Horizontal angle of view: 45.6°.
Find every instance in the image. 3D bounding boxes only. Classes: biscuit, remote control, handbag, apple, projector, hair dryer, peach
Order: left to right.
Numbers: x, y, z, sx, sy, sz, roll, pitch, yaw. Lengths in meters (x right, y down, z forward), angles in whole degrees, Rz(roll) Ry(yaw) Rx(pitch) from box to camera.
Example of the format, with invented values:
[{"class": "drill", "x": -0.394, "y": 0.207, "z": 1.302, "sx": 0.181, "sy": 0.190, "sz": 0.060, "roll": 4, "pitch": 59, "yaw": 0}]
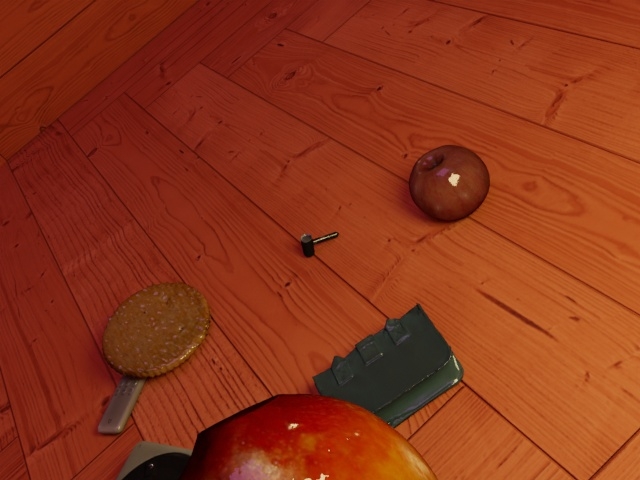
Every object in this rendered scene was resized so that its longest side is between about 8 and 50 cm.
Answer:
[{"class": "remote control", "x": -0.398, "y": 0.290, "z": 1.616, "sx": 0.067, "sy": 0.029, "sz": 0.261, "roll": -8, "pitch": 45, "yaw": 32}, {"class": "projector", "x": -0.278, "y": 0.473, "z": 1.284, "sx": 0.259, "sy": 0.079, "sz": 0.257, "roll": -2, "pitch": 48, "yaw": 35}, {"class": "biscuit", "x": -0.354, "y": 0.191, "z": 1.642, "sx": 0.254, "sy": 0.035, "sz": 0.254, "roll": -9, "pitch": 46, "yaw": 10}, {"class": "peach", "x": -0.025, "y": 0.371, "z": 0.935, "sx": 0.388, "sy": 0.388, "sz": 0.388, "roll": -22, "pitch": 39, "yaw": 19}, {"class": "hair dryer", "x": 0.000, "y": 0.000, "z": 1.603, "sx": 0.083, "sy": 0.047, "sz": 0.026, "roll": -22, "pitch": 44, "yaw": -11}, {"class": "handbag", "x": 0.107, "y": 0.220, "z": 1.264, "sx": 0.229, "sy": 0.062, "sz": 0.179, "roll": -36, "pitch": 34, "yaw": 2}, {"class": "apple", "x": 0.243, "y": -0.113, "z": 1.455, "sx": 0.153, "sy": 0.120, "sz": 0.153, "roll": -23, "pitch": 40, "yaw": 20}]
